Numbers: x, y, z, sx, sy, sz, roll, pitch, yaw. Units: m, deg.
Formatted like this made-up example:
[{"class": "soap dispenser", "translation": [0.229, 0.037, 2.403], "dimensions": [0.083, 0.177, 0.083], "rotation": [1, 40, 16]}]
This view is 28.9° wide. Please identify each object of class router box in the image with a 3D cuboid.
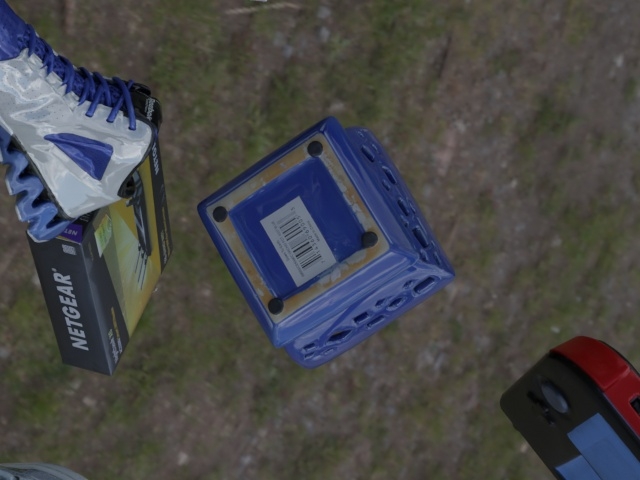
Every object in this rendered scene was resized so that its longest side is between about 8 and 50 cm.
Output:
[{"class": "router box", "translation": [-0.293, 0.001, 1.711], "dimensions": [0.309, 0.081, 0.243], "rotation": [90, 17, -52]}]

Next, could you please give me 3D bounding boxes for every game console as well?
[{"class": "game console", "translation": [0.354, 0.293, 1.365], "dimensions": [0.060, 0.386, 0.342], "rotation": [-34, 167, -17]}]

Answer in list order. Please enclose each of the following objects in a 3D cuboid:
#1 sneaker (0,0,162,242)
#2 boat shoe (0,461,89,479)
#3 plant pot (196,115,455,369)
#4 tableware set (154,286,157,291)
[{"class": "sneaker", "translation": [-0.272, -0.153, 1.335], "dimensions": [0.182, 0.127, 0.316], "rotation": [-16, 128, 1]}, {"class": "boat shoe", "translation": [-0.269, 0.208, 0.896], "dimensions": [0.103, 0.320, 0.118], "rotation": [-8, 113, -67]}, {"class": "plant pot", "translation": [0.000, 0.000, 1.503], "dimensions": [0.236, 0.236, 0.212], "rotation": [-32, 166, 9]}, {"class": "tableware set", "translation": [-0.287, 0.024, 1.980], "dimensions": [0.024, 0.104, 0.154], "rotation": [10, 66, -28]}]
